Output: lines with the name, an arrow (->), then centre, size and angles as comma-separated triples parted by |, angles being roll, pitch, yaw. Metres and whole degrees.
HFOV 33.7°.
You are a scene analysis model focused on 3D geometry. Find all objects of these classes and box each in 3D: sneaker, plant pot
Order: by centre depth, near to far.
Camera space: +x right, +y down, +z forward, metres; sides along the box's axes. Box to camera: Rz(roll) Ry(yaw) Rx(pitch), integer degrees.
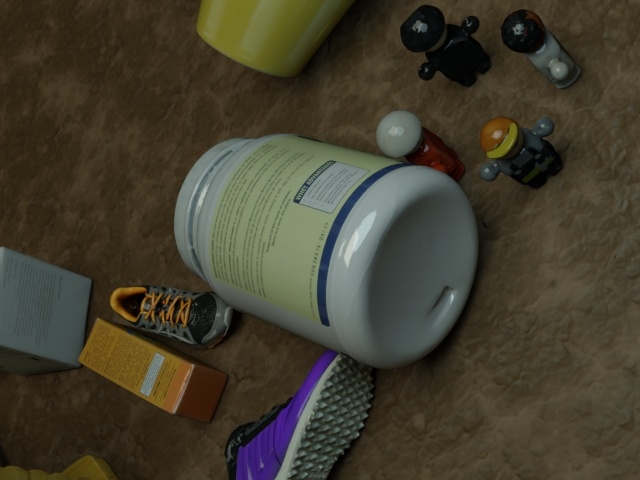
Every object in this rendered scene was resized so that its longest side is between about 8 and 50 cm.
sneaker -> -0.049, 0.247, 1.310 | 0.146, 0.102, 0.293 | 24, 89, 43
plant pot -> -0.055, -0.369, 1.474 | 0.254, 0.254, 0.239 | 48, 119, 40
sneaker -> -0.215, 0.104, 1.514 | 0.215, 0.083, 0.084 | 0, 72, 38

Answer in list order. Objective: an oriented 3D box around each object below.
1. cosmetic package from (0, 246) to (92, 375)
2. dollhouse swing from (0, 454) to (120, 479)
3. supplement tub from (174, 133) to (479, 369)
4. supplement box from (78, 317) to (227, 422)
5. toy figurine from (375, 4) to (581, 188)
cosmetic package -> -0.483, 0.116, 1.658 | 0.151, 0.184, 0.151 | -12, 65, 36
dollhouse swing -> -0.504, 0.292, 1.499 | 0.315, 0.347, 0.305 | -38, 53, 22
supplement tub -> 0.000, 0.000, 1.276 | 0.325, 0.235, 0.235 | 19, 86, 42
supplement box -> -0.242, 0.182, 1.509 | 0.233, 0.078, 0.080 | 16, 84, 41
toy figurine -> 0.186, -0.171, 1.249 | 0.210, 0.148, 0.213 | 9, 79, 41
